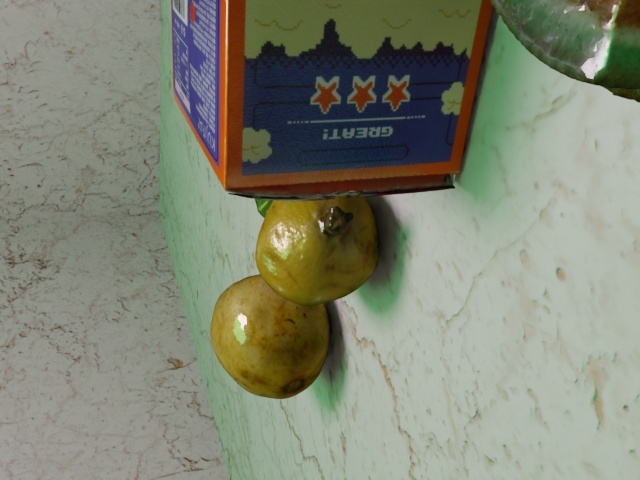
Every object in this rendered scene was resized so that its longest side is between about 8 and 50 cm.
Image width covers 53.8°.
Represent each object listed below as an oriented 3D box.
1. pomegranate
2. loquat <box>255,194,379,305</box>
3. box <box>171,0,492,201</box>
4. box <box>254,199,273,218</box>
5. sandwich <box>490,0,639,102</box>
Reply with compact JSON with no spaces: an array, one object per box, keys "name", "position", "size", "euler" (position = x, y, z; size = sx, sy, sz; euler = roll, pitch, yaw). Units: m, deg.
[{"name":"pomegranate","position":[-0.102,0.188,1.282],"size":[0.260,0.261,0.260],"euler":[174,90,-69]},{"name":"loquat","position":[0.000,0.000,1.012],"size":[0.246,0.214,0.213],"euler":[130,131,-70]},{"name":"box","position":[-0.015,-0.243,0.832],"size":[0.348,0.319,0.256],"euler":[-128,38,-53]},{"name":"box","position":[-0.055,-0.147,1.263],"size":[0.345,0.097,0.134],"euler":[145,117,-66]},{"name":"sandwich","position":[0.228,-0.233,0.502],"size":[0.212,0.109,0.291],"euler":[132,129,-63]}]
